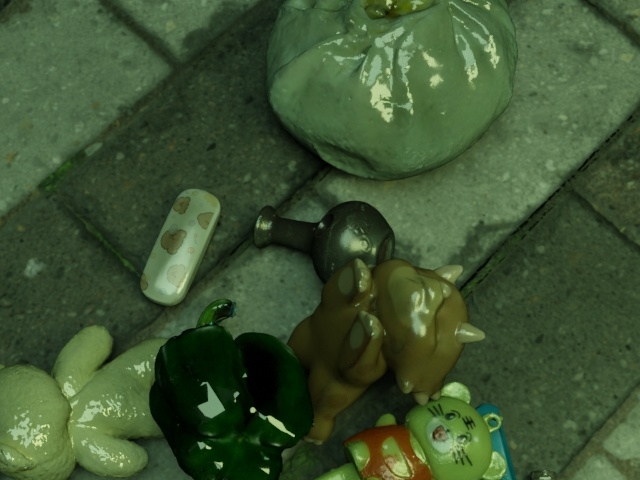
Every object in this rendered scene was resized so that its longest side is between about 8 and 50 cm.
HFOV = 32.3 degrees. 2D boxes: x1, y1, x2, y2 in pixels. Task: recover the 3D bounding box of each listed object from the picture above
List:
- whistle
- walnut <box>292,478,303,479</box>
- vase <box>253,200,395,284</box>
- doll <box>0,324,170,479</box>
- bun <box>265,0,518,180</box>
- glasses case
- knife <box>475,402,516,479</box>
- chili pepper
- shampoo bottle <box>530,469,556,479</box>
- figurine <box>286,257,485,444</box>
[{"bbox_3d":[0.089,0.270,1.316,0.288,0.106,0.131,-23,68,-9],"label":"whistle"},{"bbox_3d":[-0.002,0.370,1.194,0.198,0.245,0.198,-14,29,8],"label":"walnut"},{"bbox_3d":[0.000,0.000,1.425,0.183,0.120,0.120,12,68,22],"label":"vase"},{"bbox_3d":[-0.275,0.211,1.341,0.278,0.149,0.175,-11,36,-23],"label":"doll"},{"bbox_3d":[0.093,-0.248,1.469,0.355,0.194,0.354,0,67,0],"label":"bun"},{"bbox_3d":[-0.182,0.008,1.447,0.063,0.041,0.164,20,70,7],"label":"glasses case"},{"bbox_3d":[0.230,0.326,1.311,0.044,0.026,0.296,-12,54,5],"label":"knife"},{"bbox_3d":[-0.111,0.172,1.290,0.174,0.165,0.261,3,25,-19],"label":"chili pepper"},{"bbox_3d":[0.268,0.359,1.319,0.080,0.040,0.165,-1,68,7],"label":"shampoo bottle"},{"bbox_3d":[0.078,0.123,1.321,0.173,0.247,0.177,9,33,-31],"label":"figurine"}]
